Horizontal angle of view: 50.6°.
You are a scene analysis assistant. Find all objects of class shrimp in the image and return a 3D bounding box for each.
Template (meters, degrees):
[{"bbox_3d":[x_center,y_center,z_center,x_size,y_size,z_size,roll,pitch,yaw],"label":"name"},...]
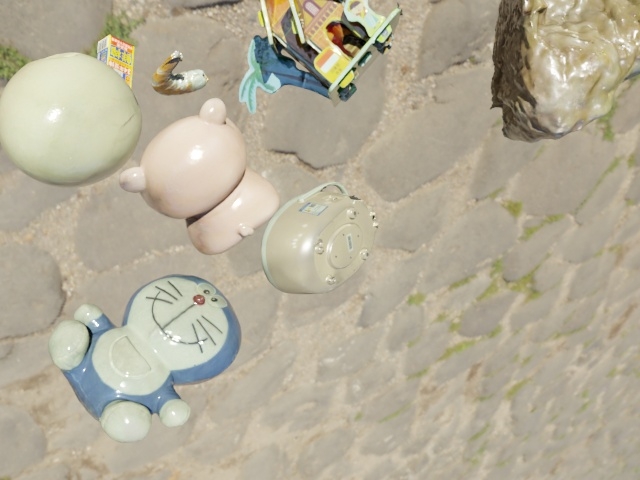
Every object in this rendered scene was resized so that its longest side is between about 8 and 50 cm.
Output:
[{"bbox_3d":[-0.334,-0.413,1.646,0.161,0.049,0.166,-21,164,-30],"label":"shrimp"}]

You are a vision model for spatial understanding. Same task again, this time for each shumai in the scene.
[{"bbox_3d":[0.390,-0.278,0.932,0.283,0.346,0.217,4,140,3],"label":"shumai"}]

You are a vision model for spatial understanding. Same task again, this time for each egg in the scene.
[{"bbox_3d":[-0.412,-0.199,1.126,0.219,0.269,0.219,0,118,0],"label":"egg"}]

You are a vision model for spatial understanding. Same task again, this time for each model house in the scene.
[{"bbox_3d":[-0.062,-0.408,1.381,0.340,0.323,0.300,-48,-179,7],"label":"model house"}]

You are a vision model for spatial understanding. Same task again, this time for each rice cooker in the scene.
[{"bbox_3d":[0.000,0.000,1.058,0.206,0.127,0.145,-38,124,-34],"label":"rice cooker"}]

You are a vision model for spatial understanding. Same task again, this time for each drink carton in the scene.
[{"bbox_3d":[-0.473,-0.376,1.549,0.056,0.166,0.071,-12,161,41],"label":"drink carton"}]

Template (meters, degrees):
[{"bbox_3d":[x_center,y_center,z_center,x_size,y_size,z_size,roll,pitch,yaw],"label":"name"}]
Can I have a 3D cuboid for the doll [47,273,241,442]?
[{"bbox_3d":[-0.234,0.155,0.975,0.258,0.228,0.154,-38,161,-27],"label":"doll"}]

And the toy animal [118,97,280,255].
[{"bbox_3d":[-0.191,-0.088,1.147,0.210,0.221,0.229,-39,179,-4],"label":"toy animal"}]
